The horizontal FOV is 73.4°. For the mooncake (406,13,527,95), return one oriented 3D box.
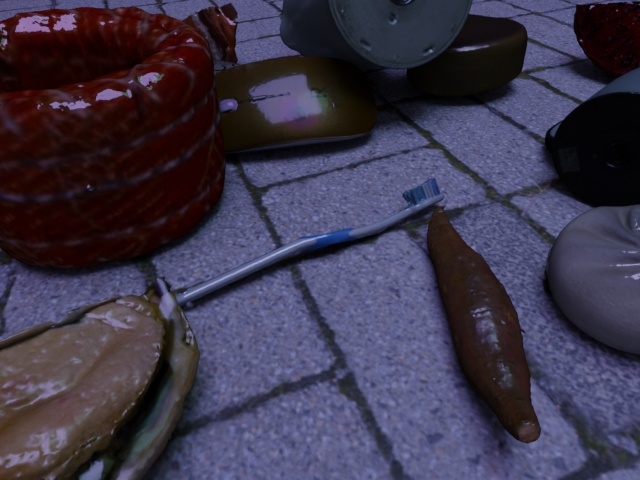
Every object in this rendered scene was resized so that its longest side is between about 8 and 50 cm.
[{"bbox_3d":[0.279,-0.370,0.870,0.235,0.117,0.234,-6,45,6],"label":"mooncake"}]

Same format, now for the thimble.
[{"bbox_3d":[-0.307,-0.146,0.572,0.351,0.230,0.350,-1,44,1],"label":"thimble"}]

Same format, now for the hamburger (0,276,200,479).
[{"bbox_3d":[-0.185,0.140,0.361,0.155,0.135,0.208,35,39,14],"label":"hamburger"}]

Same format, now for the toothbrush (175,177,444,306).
[{"bbox_3d":[0.002,0.004,0.545,0.386,0.040,0.040,-25,47,-18],"label":"toothbrush"}]

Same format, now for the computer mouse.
[{"bbox_3d":[-0.057,-0.229,0.733,0.311,0.072,0.158,-7,75,-4],"label":"computer mouse"}]

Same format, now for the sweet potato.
[{"bbox_3d":[0.165,0.063,0.452,0.072,0.066,0.314,5,40,-2],"label":"sweet potato"}]

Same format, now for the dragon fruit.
[{"bbox_3d":[0.697,-0.395,0.875,0.205,0.151,0.317,-16,28,-40],"label":"dragon fruit"}]

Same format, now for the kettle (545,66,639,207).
[{"bbox_3d":[0.446,-0.166,0.633,0.236,0.161,0.221,-34,21,-30],"label":"kettle"}]

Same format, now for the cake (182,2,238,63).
[{"bbox_3d":[-0.305,-0.468,1.033,0.288,0.135,0.098,4,45,36],"label":"cake"}]

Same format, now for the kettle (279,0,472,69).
[{"bbox_3d":[0.118,-0.484,0.817,0.361,0.250,0.376,-34,26,-4],"label":"kettle"}]

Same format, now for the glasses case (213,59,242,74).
[{"bbox_3d":[-0.291,-0.305,0.846,0.355,0.085,0.137,8,46,9],"label":"glasses case"}]

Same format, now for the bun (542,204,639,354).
[{"bbox_3d":[0.334,0.027,0.443,0.173,0.119,0.172,-1,45,1],"label":"bun"}]
